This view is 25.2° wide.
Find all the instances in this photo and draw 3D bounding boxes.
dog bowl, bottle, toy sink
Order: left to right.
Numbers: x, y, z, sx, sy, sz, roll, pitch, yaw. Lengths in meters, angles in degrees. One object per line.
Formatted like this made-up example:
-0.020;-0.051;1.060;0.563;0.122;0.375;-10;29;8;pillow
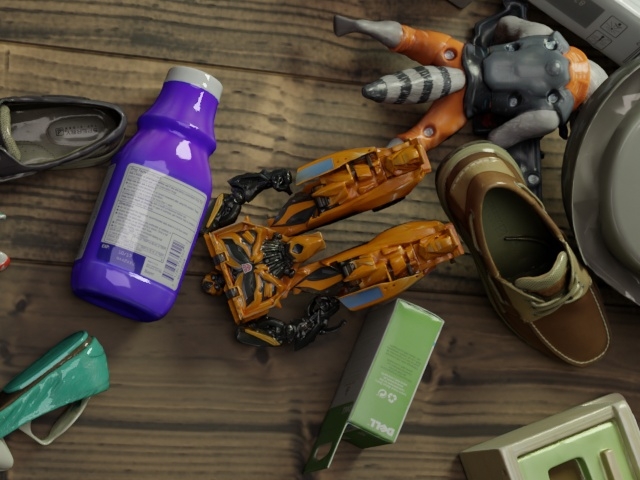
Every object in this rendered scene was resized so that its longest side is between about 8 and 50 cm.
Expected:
-0.183;-0.055;1.598;0.118;0.092;0.283;24;72;-23;bottle
0.308;0.277;1.669;0.234;0.131;0.153;-17;85;-21;toy sink
0.442;-0.073;1.676;0.348;0.102;0.349;-3;107;-9;dog bowl

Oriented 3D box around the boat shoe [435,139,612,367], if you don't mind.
0.241;0.034;1.656;0.122;0.120;0.324;-37;116;5;boat shoe

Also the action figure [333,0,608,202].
0.198;-0.139;1.701;0.330;0.178;0.341;-7;80;-10;action figure

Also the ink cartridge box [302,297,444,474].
0.059;0.177;1.621;0.062;0.109;0.209;27;72;-10;ink cartridge box

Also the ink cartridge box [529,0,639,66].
0.429;-0.385;1.876;0.308;0.091;0.385;33;50;-9;ink cartridge box

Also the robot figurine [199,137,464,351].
0.000;0.000;1.606;0.291;0.085;0.211;-22;85;4;robot figurine

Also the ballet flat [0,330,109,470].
-0.326;0.191;1.512;0.247;0.083;0.087;-32;104;-19;ballet flat

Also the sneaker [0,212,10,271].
-0.372;0.037;1.537;0.075;0.057;0.161;4;75;-11;sneaker

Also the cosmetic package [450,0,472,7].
0.256;-0.536;1.767;0.161;0.230;0.453;34;70;-8;cosmetic package

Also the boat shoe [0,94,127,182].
-0.346;-0.110;1.556;0.285;0.092;0.103;-10;81;-20;boat shoe
